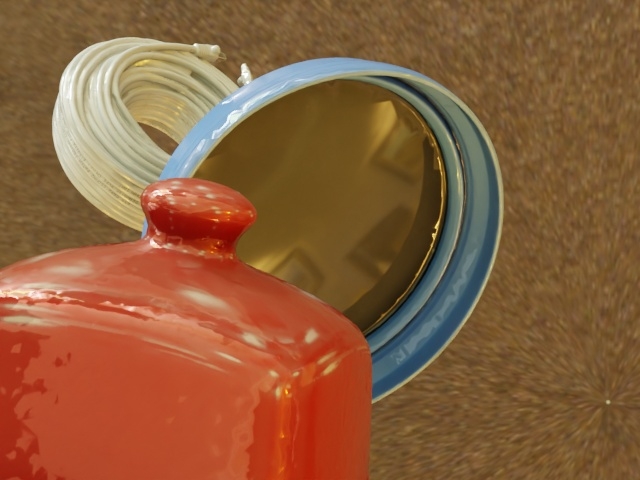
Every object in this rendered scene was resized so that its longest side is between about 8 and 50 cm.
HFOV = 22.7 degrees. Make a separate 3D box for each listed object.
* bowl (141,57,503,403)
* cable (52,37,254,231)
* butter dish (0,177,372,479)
[{"bbox_3d":[0.000,0.000,1.600,0.391,0.391,0.077,-49,37,2],"label":"bowl"},{"bbox_3d":[-0.177,-0.117,1.771,0.089,0.257,0.257,-50,43,39],"label":"cable"},{"bbox_3d":[-0.046,0.040,0.487,0.160,0.160,0.118,10,95,13],"label":"butter dish"}]
